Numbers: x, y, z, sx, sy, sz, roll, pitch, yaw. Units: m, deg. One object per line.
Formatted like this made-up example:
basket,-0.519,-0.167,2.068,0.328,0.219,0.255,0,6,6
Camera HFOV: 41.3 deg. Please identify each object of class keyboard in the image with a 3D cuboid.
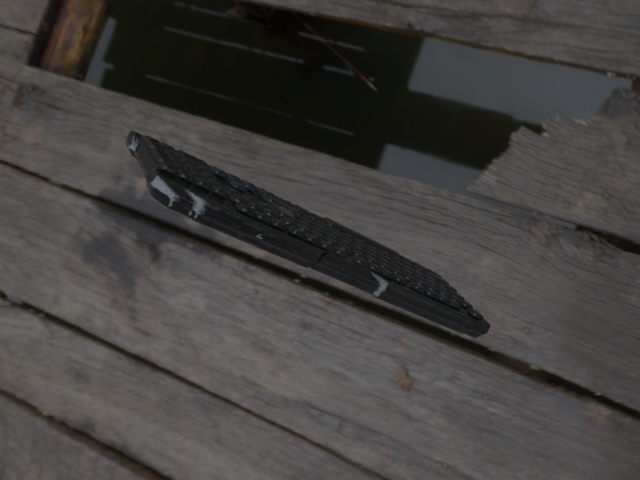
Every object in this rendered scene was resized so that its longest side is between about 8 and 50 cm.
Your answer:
keyboard,0.000,0.000,0.542,0.016,0.262,0.106,-58,32,13
